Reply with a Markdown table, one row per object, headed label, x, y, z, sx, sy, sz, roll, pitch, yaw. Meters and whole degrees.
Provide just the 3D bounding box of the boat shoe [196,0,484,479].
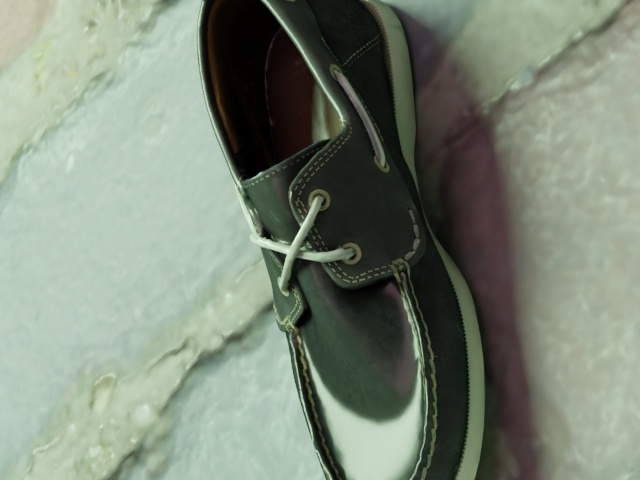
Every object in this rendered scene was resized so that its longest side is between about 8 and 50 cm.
| label | x | y | z | sx | sy | sz | roll | pitch | yaw |
| --- | --- | --- | --- | --- | --- | --- | --- | --- | --- |
| boat shoe | 0.000 | 0.000 | 0.626 | 0.084 | 0.079 | 0.233 | -29 | 59 | 32 |
